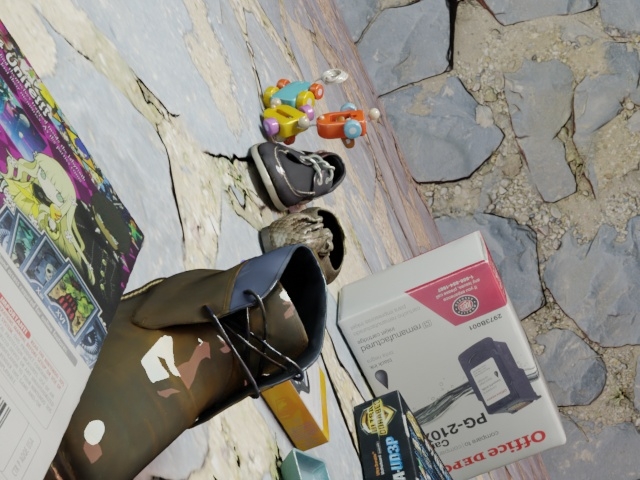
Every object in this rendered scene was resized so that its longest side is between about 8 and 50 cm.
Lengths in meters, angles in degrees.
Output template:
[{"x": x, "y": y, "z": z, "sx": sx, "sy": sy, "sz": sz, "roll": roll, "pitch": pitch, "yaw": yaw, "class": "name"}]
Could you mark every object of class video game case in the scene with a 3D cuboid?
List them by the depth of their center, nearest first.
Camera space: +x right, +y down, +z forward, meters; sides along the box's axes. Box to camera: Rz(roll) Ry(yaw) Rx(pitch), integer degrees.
[{"x": -0.154, "y": -0.043, "z": 0.355, "sx": 0.232, "sy": 0.041, "sz": 0.210, "roll": 59, "pitch": 13, "yaw": -21, "class": "video game case"}]

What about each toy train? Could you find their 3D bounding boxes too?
[{"x": -0.003, "y": -0.139, "z": 1.127, "sx": 0.166, "sy": 0.125, "sz": 0.046, "roll": -104, "pitch": -174, "yaw": -60, "class": "toy train"}]

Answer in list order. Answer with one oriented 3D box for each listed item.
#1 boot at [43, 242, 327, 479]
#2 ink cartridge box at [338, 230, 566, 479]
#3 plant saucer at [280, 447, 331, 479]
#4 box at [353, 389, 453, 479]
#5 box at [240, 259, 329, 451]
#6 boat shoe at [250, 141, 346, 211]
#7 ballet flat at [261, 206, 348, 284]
[{"x": -0.059, "y": 0.048, "z": 0.473, "sx": 0.082, "sy": 0.106, "sz": 0.219, "roll": 64, "pitch": 11, "yaw": -11, "class": "boot"}, {"x": 0.145, "y": 0.136, "z": 1.103, "sx": 0.100, "sy": 0.172, "sz": 0.237, "roll": -83, "pitch": 148, "yaw": -69, "class": "ink cartridge box"}, {"x": 0.013, "y": 0.236, "z": 0.669, "sx": 0.067, "sy": 0.018, "sz": 0.192, "roll": 45, "pitch": 24, "yaw": -62, "class": "plant saucer"}, {"x": 0.106, "y": 0.276, "z": 0.945, "sx": 0.175, "sy": 0.051, "sz": 0.220, "roll": -98, "pitch": 161, "yaw": -54, "class": "box"}, {"x": -0.035, "y": 0.081, "z": 0.741, "sx": 0.136, "sy": 0.028, "sz": 0.081, "roll": 59, "pitch": 13, "yaw": -26, "class": "box"}, {"x": -0.018, "y": -0.075, "z": 1.041, "sx": 0.206, "sy": 0.065, "sz": 0.075, "roll": -7, "pitch": 74, "yaw": -79, "class": "boat shoe"}, {"x": 0.000, "y": 0.000, "z": 0.991, "sx": 0.250, "sy": 0.058, "sz": 0.084, "roll": -1, "pitch": 69, "yaw": -78, "class": "ballet flat"}]
